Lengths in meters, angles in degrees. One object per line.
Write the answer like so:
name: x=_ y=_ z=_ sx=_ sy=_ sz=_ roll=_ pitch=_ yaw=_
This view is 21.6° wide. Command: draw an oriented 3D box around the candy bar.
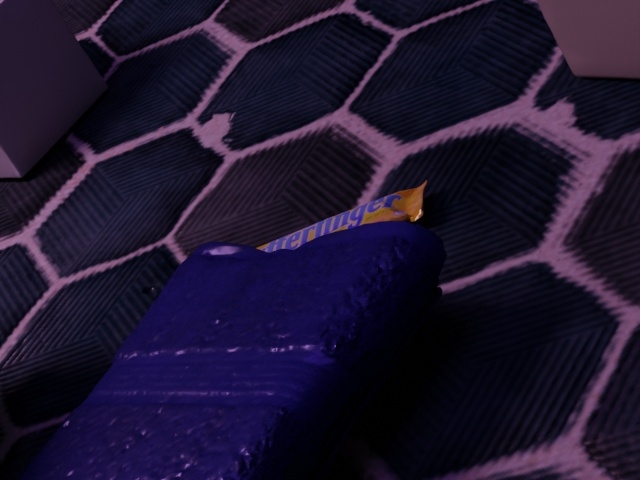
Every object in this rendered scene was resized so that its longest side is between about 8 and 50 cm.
candy bar: x=0.000 y=0.000 z=1.139 sx=0.161 sy=0.018 sz=0.040 roll=-21 pitch=32 yaw=18

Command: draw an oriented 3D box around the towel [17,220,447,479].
towel: x=-0.069 y=0.120 z=0.981 sx=0.228 sy=0.076 sz=0.308 roll=-7 pitch=38 yaw=48

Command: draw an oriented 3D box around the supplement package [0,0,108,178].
supplement package: x=-0.342 y=-0.147 z=1.549 sx=0.244 sy=0.139 sz=0.134 roll=0 pitch=41 yaw=44

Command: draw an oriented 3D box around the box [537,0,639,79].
box: x=0.265 y=-0.164 z=1.044 sx=0.275 sy=0.113 sz=0.094 roll=11 pitch=51 yaw=49
